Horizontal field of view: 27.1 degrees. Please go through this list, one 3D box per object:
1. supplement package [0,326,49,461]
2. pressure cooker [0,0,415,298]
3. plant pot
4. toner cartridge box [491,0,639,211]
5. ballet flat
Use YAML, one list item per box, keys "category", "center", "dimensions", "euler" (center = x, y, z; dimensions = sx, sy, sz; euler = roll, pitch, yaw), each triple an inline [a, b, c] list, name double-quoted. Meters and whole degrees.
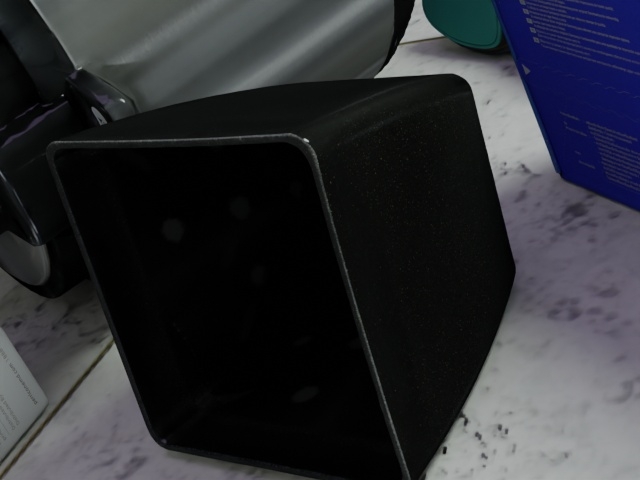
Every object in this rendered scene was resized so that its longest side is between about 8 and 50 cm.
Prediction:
- category: "supplement package"
  center: [-0.337, 0.129, 0.762]
  dimensions: [0.178, 0.175, 0.293]
  euler: [-1, 37, 36]
- category: "pressure cooker"
  center: [-0.185, -0.164, 0.936]
  dimensions: [0.420, 0.375, 0.370]
  euler: [-38, 0, -20]
- category: "plant pot"
  center: [0.000, 0.000, 0.710]
  dimensions: [0.188, 0.187, 0.167]
  euler: [3, 28, 43]
- category: "toner cartridge box"
  center: [0.220, -0.071, 0.647]
  dimensions: [0.075, 0.165, 0.348]
  euler: [-33, 30, -14]
- category: "ballet flat"
  center: [0.154, -0.173, 0.983]
  dimensions: [0.074, 0.074, 0.203]
  euler: [-36, 24, -17]
